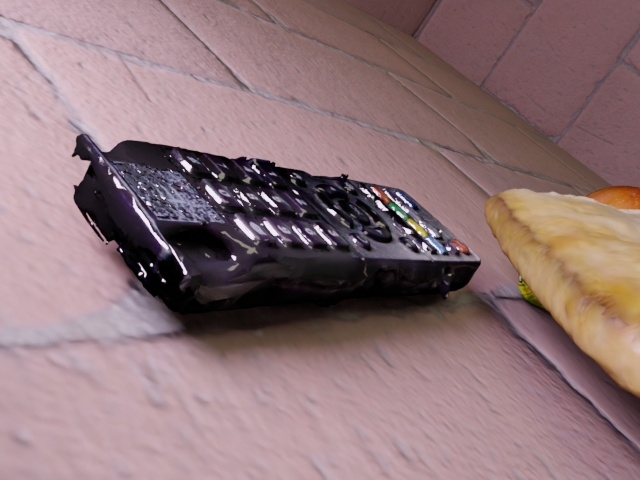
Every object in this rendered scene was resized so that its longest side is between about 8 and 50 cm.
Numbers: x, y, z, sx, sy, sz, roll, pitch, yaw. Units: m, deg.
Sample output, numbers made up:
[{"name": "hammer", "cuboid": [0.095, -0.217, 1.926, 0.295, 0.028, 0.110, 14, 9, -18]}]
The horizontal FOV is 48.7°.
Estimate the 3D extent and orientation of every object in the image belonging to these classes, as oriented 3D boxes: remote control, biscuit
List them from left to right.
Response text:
[{"name": "remote control", "cuboid": [0.000, 0.000, 0.545, 0.144, 0.062, 0.399, 47, 23, 28]}, {"name": "biscuit", "cuboid": [0.414, 0.081, 0.655, 0.430, 0.104, 0.446, 9, 22, -9]}]

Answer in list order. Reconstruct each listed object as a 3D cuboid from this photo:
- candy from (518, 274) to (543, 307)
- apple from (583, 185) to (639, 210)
[{"name": "candy", "cuboid": [0.311, 0.089, 0.839, 0.194, 0.058, 0.062, 39, 61, -10]}, {"name": "apple", "cuboid": [0.431, 0.015, 0.983, 0.210, 0.173, 0.235, 33, 20, -3]}]
